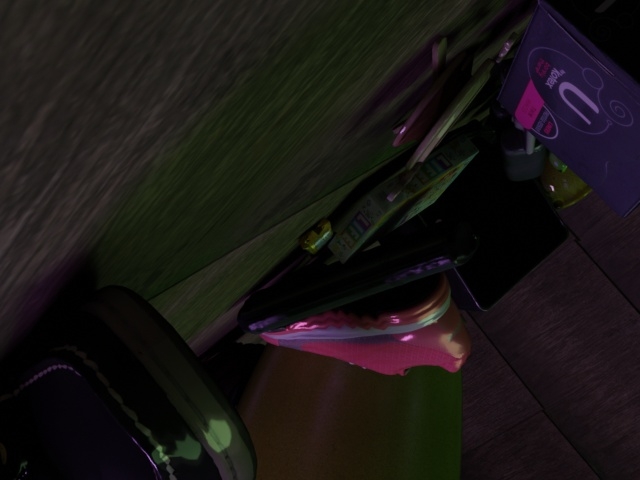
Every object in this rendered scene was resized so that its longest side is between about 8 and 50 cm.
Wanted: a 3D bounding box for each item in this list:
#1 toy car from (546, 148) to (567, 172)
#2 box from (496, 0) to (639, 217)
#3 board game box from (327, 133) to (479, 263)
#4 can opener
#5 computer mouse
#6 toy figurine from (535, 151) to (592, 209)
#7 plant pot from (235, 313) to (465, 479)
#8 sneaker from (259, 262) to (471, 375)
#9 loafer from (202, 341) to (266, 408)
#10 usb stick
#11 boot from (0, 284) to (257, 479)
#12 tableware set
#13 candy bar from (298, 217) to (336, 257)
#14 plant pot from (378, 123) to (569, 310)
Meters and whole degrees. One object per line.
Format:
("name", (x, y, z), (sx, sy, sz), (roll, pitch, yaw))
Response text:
("toy car", (0.295, -0.182, 1.086), (0.225, 0.053, 0.239), (-63, 170, 9))
("box", (0.279, -0.171, 0.725), (0.270, 0.143, 0.165), (-42, 168, -12))
("board game box", (0.085, -0.043, 1.033), (0.154, 0.026, 0.103), (-33, 168, -36))
("can opener", (0.218, -0.119, 0.986), (0.095, 0.075, 0.283), (-12, 171, 10))
("computer mouse", (0.184, -0.135, 1.150), (0.242, 0.041, 0.071), (-24, 165, -47))
("toy figurine", (0.364, -0.232, 1.284), (0.362, 0.191, 0.217), (-40, 146, 7))
("plant pot", (0.044, 0.241, 1.363), (0.366, 0.367, 0.352), (0, 104, -82))
("sneaker", (0.040, 0.108, 1.162), (0.314, 0.136, 0.116), (-6, -143, 49))
("loafer", (-0.150, 0.197, 1.444), (0.302, 0.095, 0.109), (-36, 145, -78))
("usb stick", (0.034, 0.041, 1.057), (0.278, 0.045, 0.077), (-21, -168, 29))
("boot", (-0.204, 0.178, 0.545), (0.284, 0.138, 0.377), (-36, 179, -31))
("tableware set", (0.080, -0.097, 0.698), (0.128, 0.039, 0.194), (-53, 178, 13))
("candy bar", (0.000, 0.000, 1.056), (0.040, 0.018, 0.161), (-43, 174, 0))
("plant pot", (0.179, -0.018, 1.345), (0.187, 0.188, 0.167), (-37, -174, -28))
